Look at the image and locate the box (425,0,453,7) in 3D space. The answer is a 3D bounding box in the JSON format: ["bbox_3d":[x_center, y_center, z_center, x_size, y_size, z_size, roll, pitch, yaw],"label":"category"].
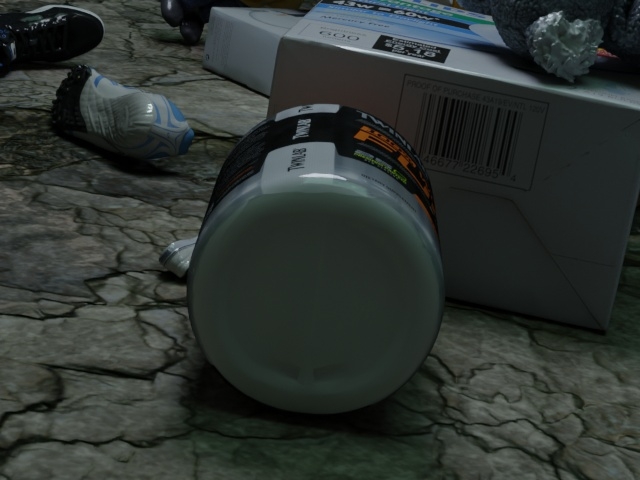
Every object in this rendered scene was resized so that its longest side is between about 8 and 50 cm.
[{"bbox_3d":[0.156,-0.353,2.226,0.113,0.094,0.275,-13,6,-22],"label":"box"}]

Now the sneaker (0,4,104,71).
[{"bbox_3d":[-0.380,-0.251,2.127,0.217,0.079,0.121,-4,24,-15],"label":"sneaker"}]

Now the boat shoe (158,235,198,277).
[{"bbox_3d":[-0.107,0.015,1.508,0.035,0.035,0.100,45,24,14],"label":"boat shoe"}]

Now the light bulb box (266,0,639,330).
[{"bbox_3d":[0.142,-0.100,1.678,0.358,0.225,0.361,12,19,5],"label":"light bulb box"}]

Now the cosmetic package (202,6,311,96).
[{"bbox_3d":[0.068,-0.252,2.337,0.377,0.097,0.284,-6,25,-41],"label":"cosmetic package"}]

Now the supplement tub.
[{"bbox_3d":[0.000,0.000,1.338,0.194,0.193,0.316,9,18,-2],"label":"supplement tub"}]

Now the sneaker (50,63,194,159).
[{"bbox_3d":[-0.229,-0.138,1.859,0.086,0.085,0.237,30,-3,-40],"label":"sneaker"}]

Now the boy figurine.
[{"bbox_3d":[-0.085,-0.372,2.411,0.285,0.092,0.177,-13,-35,25],"label":"boy figurine"}]

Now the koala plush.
[{"bbox_3d":[0.255,-0.230,1.555,0.221,0.203,0.196,-21,44,-23],"label":"koala plush"}]

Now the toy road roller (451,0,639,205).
[{"bbox_3d":[0.236,-0.176,1.940,0.330,0.240,0.202,11,18,2],"label":"toy road roller"}]
